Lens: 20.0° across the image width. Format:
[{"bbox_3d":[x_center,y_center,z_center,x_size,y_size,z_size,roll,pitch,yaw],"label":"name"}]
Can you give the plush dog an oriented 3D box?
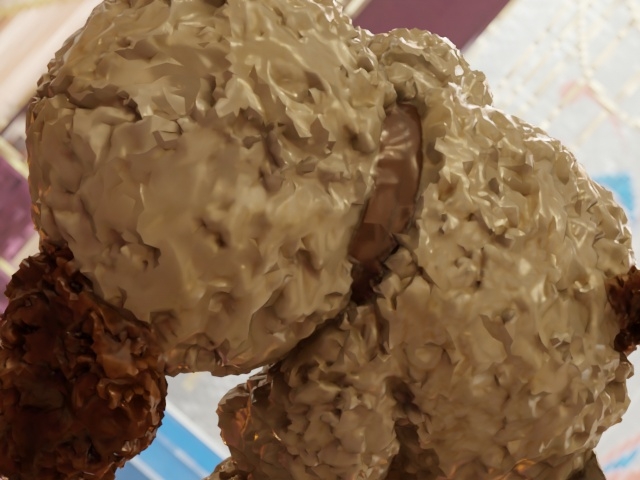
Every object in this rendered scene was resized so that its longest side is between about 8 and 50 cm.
[{"bbox_3d":[0.000,0.000,0.621,0.225,0.262,0.211,26,-23,-31],"label":"plush dog"}]
